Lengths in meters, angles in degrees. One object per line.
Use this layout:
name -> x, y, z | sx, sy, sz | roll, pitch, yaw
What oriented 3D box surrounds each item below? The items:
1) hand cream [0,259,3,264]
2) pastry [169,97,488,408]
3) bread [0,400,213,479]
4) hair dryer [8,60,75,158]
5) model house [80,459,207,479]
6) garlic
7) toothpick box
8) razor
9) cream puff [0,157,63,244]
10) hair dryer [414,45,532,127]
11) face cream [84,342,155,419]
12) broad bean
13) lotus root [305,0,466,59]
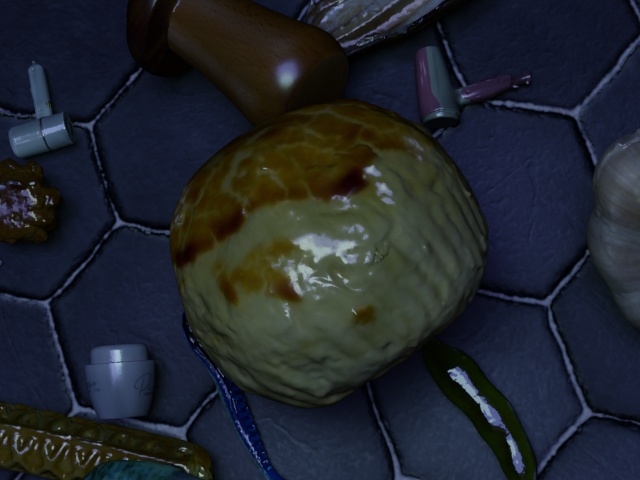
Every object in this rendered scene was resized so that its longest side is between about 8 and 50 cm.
hand cream -> -0.476, 0.050, 1.831 | 0.093, 0.019, 0.030 | -41, 73, -9
pastry -> 0.000, 0.000, 1.587 | 0.388, 0.388, 0.312 | -41, 103, -2
bread -> -0.314, 0.269, 1.725 | 0.367, 0.084, 0.077 | 11, 124, 9
hair dryer -> -0.392, -0.185, 1.856 | 0.082, 0.047, 0.137 | -15, 70, 5
model house -> -0.216, 0.414, 1.569 | 0.261, 0.241, 0.226 | 14, 107, 12
garlic -> 0.467, -0.019, 1.594 | 0.322, 0.241, 0.322 | 0, 85, -4
toothpick box -> -0.116, -0.258, 1.744 | 0.294, 0.192, 0.192 | 36, 85, 20
razor -> -0.096, 0.225, 1.719 | 0.056, 0.093, 0.324 | -48, 68, 33
cream puff -> -0.404, -0.050, 1.806 | 0.116, 0.094, 0.122 | -33, 98, 3
hair dryer -> 0.204, -0.207, 1.778 | 0.154, 0.054, 0.106 | -4, 73, -3
face cream -> -0.257, 0.181, 1.730 | 0.091, 0.091, 0.095 | -5, 85, 7
broad bean -> 0.207, 0.217, 1.677 | 0.065, 0.046, 0.254 | -36, 76, 12
lotus root -> 0.126, -0.337, 1.802 | 0.329, 0.078, 0.167 | -33, 55, 4
